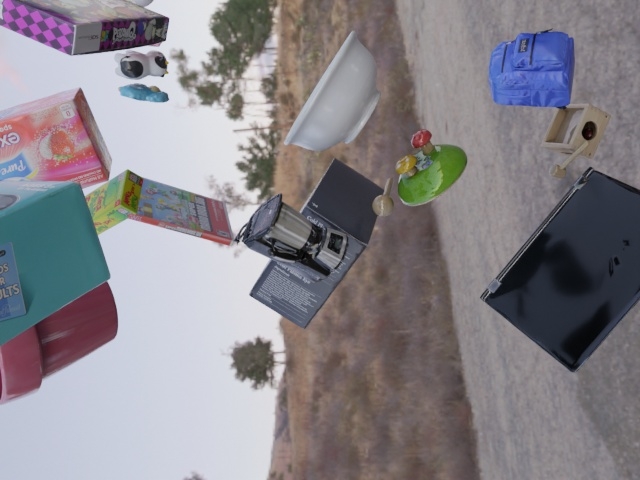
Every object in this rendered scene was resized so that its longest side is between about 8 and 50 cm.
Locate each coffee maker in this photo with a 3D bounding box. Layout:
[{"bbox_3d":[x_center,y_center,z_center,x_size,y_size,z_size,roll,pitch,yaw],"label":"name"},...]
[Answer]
[{"bbox_3d":[-0.056,-0.001,1.218,0.171,0.178,0.120,5,67,64],"label":"coffee maker"}]

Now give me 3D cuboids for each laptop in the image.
[{"bbox_3d":[0.576,0.059,1.357,0.382,0.236,0.408,-51,-16,6],"label":"laptop"}]

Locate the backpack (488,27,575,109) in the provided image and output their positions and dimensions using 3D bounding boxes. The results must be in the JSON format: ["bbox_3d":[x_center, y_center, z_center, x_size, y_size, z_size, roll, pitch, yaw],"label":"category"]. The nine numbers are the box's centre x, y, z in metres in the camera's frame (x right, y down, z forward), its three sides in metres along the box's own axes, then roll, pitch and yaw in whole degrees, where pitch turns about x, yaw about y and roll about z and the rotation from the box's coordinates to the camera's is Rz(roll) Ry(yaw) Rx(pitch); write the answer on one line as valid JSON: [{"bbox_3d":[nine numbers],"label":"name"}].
[{"bbox_3d":[0.315,-0.263,0.902,0.101,0.120,0.098,55,-133,-51],"label":"backpack"}]

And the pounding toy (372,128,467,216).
[{"bbox_3d":[0.213,-0.172,1.393,0.110,0.237,0.183,47,-143,-24],"label":"pounding toy"}]

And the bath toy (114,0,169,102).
[{"bbox_3d":[-0.500,-0.571,1.694,0.151,0.129,0.348,-42,-36,-49],"label":"bath toy"}]

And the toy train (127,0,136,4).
[{"bbox_3d":[-0.394,-0.519,1.144,0.046,0.125,0.166,87,-174,-73],"label":"toy train"}]

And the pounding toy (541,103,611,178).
[{"bbox_3d":[0.697,-0.257,1.620,0.206,0.094,0.181,-68,20,5],"label":"pounding toy"}]

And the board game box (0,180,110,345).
[{"bbox_3d":[-0.340,0.054,0.339,0.336,0.254,0.079,-43,-50,-52],"label":"board game box"}]

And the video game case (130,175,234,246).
[{"bbox_3d":[-0.375,-0.082,1.579,0.025,0.285,0.204,-61,30,24],"label":"video game case"}]

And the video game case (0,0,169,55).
[{"bbox_3d":[-0.346,-0.303,0.761,0.210,0.232,0.041,-53,-15,-62],"label":"video game case"}]

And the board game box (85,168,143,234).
[{"bbox_3d":[-0.456,-0.072,1.272,0.043,0.181,0.092,33,-134,-43],"label":"board game box"}]

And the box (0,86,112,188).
[{"bbox_3d":[-0.534,-0.139,1.029,0.142,0.300,0.154,-124,17,-62],"label":"box"}]

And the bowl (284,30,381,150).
[{"bbox_3d":[0.047,-0.317,1.374,0.298,0.134,0.298,-57,9,14],"label":"bowl"}]

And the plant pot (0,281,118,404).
[{"bbox_3d":[-0.415,0.119,0.891,0.180,0.201,0.201,-16,-72,-41],"label":"plant pot"}]

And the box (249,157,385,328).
[{"bbox_3d":[0.000,0.000,1.588,0.312,0.179,0.343,-56,4,31],"label":"box"}]
